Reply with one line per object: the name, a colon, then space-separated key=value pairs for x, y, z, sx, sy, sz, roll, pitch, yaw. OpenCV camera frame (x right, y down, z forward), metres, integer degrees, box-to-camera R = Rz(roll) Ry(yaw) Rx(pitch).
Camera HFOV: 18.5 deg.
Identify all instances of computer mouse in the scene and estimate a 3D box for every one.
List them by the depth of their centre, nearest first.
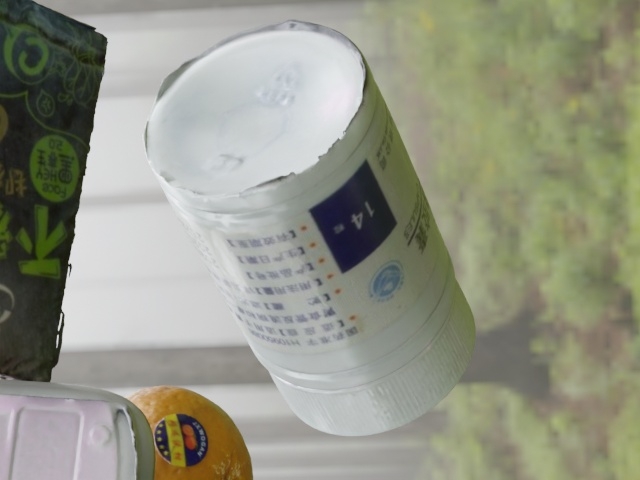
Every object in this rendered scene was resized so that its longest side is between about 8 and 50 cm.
computer mouse: x=-0.210 y=0.129 z=1.052 sx=0.056 sy=0.245 sz=0.126 roll=87 pitch=-174 yaw=-67

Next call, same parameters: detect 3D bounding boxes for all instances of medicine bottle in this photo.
medicine bottle: x=0.000 y=0.000 z=1.621 sx=0.332 sy=0.190 sz=0.190 roll=64 pitch=-159 yaw=-44

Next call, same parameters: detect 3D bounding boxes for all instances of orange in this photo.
orange: x=-0.144 y=0.221 z=1.792 sx=0.177 sy=0.155 sz=0.178 roll=33 pitch=-131 yaw=-49

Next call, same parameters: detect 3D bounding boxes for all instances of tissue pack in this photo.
tissue pack: x=-0.223 y=-0.041 z=1.161 sx=0.173 sy=0.073 sz=0.236 roll=20 pitch=-109 yaw=-40
